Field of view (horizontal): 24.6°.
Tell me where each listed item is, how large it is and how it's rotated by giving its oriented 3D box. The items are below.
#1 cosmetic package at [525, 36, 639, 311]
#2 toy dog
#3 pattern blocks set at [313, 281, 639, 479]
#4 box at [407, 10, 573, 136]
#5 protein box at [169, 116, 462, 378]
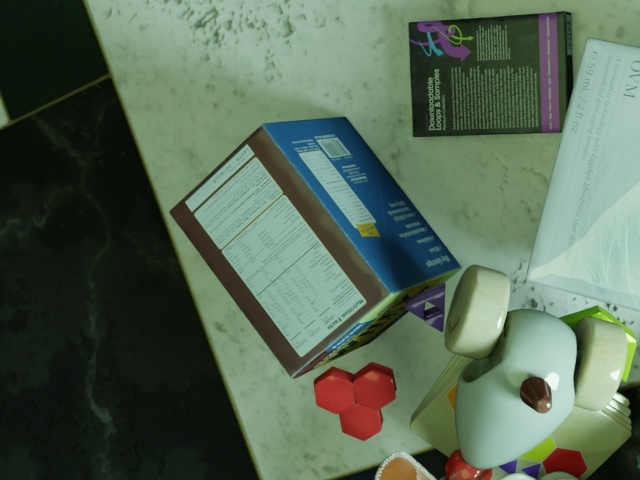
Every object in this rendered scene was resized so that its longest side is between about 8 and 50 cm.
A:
[{"bbox_3d":[0.327,-0.042,1.300,0.225,0.138,0.224,15,94,21],"label":"cosmetic package"},{"bbox_3d":[0.159,0.193,1.312,0.220,0.161,0.333,1,115,7],"label":"toy dog"},{"bbox_3d":[0.187,0.171,1.403,0.325,0.026,0.285,43,113,-13],"label":"pattern blocks set"},{"bbox_3d":[0.166,-0.161,1.435,0.162,0.029,0.116,0,96,23],"label":"box"},{"bbox_3d":[0.000,0.000,1.436,0.136,0.200,0.201,-41,80,23],"label":"protein box"}]
